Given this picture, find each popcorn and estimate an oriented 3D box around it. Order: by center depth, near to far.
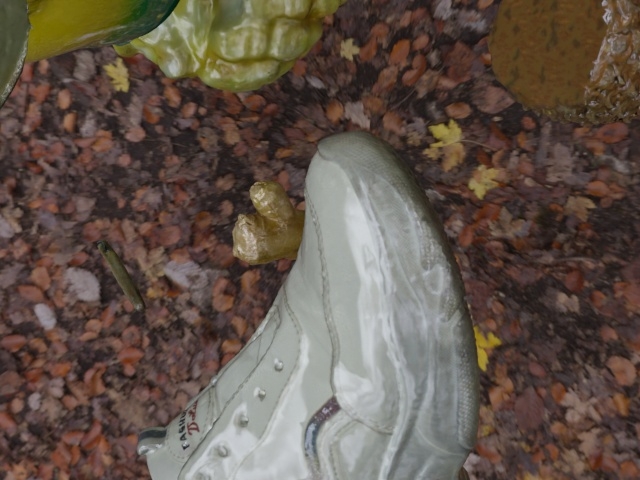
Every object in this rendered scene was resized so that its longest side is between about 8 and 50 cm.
[{"bbox_3d":[-0.106,-0.359,1.057,0.334,0.292,0.293,6,110,28],"label":"popcorn"}]

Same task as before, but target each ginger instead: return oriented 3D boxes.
[{"bbox_3d":[-0.002,-0.002,1.110,0.065,0.299,0.118,41,108,42],"label":"ginger"}]

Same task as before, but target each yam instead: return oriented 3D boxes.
[{"bbox_3d":[-0.183,0.032,0.720,0.014,0.014,0.107,-51,48,7],"label":"yam"}]

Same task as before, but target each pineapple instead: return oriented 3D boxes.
[{"bbox_3d":[0.382,-0.237,0.994,0.362,0.202,0.202,0,99,-41],"label":"pineapple"}]

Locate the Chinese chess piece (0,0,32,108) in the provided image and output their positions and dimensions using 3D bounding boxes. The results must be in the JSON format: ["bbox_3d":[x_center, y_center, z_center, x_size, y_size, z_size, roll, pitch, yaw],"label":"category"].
[{"bbox_3d":[-0.201,-0.095,0.344,0.058,0.144,0.144,35,98,24],"label":"Chinese chess piece"}]

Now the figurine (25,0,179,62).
[{"bbox_3d":[-0.236,-0.274,0.716,0.324,0.340,0.231,21,128,23],"label":"figurine"}]

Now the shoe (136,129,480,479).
[{"bbox_3d":[-0.014,0.107,0.490,0.211,0.132,0.342,-7,112,-2],"label":"shoe"}]
